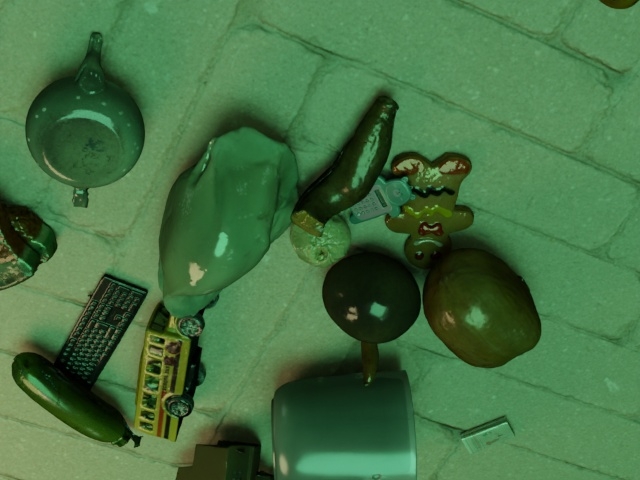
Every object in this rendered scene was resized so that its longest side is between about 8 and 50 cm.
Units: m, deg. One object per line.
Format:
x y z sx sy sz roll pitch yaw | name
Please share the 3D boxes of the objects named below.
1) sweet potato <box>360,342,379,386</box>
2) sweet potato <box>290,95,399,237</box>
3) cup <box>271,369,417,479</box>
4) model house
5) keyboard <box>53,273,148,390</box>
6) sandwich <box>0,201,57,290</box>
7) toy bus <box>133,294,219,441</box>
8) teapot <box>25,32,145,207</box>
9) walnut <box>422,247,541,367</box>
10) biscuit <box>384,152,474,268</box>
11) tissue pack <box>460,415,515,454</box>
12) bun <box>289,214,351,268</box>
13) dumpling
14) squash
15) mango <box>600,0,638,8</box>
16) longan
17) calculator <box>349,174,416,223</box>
0.098 0.195 2.062 0.044 0.044 0.179 10 79 -11 | sweet potato
0.055 -0.123 1.841 0.286 0.085 0.112 -51 157 20 | sweet potato
0.042 0.414 2.153 0.275 0.259 0.356 -2 156 -2 | cup
-0.167 0.521 2.266 0.176 0.180 0.248 -1 168 44 | model house
-0.445 0.192 2.073 0.101 0.018 0.309 24 119 -20 | keyboard
-0.617 0.004 1.876 0.292 0.109 0.212 9 124 -10 | sandwich
-0.284 0.228 2.053 0.123 0.121 0.335 14 123 2 | toy bus
-0.387 -0.184 1.757 0.193 0.129 0.294 7 126 -9 | teapot
0.303 0.141 1.990 0.203 0.203 0.298 -29 128 15 | walnut
0.202 -0.048 1.949 0.166 0.036 0.250 -1 125 -3 | biscuit
0.361 0.420 2.290 0.108 0.023 0.056 -23 123 11 | tissue pack
0.000 0.000 1.945 0.115 0.069 0.115 -2 123 -4 | bun
-0.171 -0.043 1.838 0.212 0.270 0.321 47 136 -6 | dumpling
-0.481 0.329 2.105 0.087 0.087 0.331 -34 124 18 | squash
0.462 -0.439 1.671 0.105 0.084 0.159 -38 119 13 | mango
0.095 0.106 1.976 0.187 0.167 0.167 25 122 9 | longan
0.103 -0.075 1.912 0.141 0.019 0.094 -19 116 25 | calculator
